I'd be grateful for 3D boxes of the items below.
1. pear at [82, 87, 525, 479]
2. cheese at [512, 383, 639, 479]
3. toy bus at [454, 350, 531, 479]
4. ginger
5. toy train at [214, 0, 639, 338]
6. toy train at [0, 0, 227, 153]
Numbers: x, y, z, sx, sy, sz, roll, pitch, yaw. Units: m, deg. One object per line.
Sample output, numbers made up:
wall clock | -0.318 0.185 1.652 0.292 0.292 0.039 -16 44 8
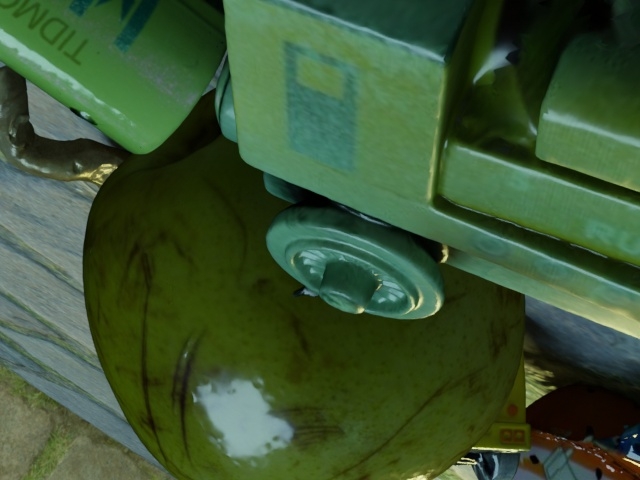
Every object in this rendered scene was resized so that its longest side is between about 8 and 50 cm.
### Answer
pear | -0.013 0.032 0.886 0.283 0.284 0.283 26 164 8
cheese | 0.241 0.192 1.159 0.217 0.129 0.329 29 164 -4
toy bus | 0.051 0.135 1.236 0.144 0.152 0.330 5 169 -18
ginger | -0.174 -0.052 1.235 0.288 0.075 0.089 35 168 -34
toy train | 0.131 -0.033 0.619 0.397 0.160 0.253 22 154 11
toy train | -0.134 -0.149 0.694 0.253 0.157 0.105 35 165 -29
